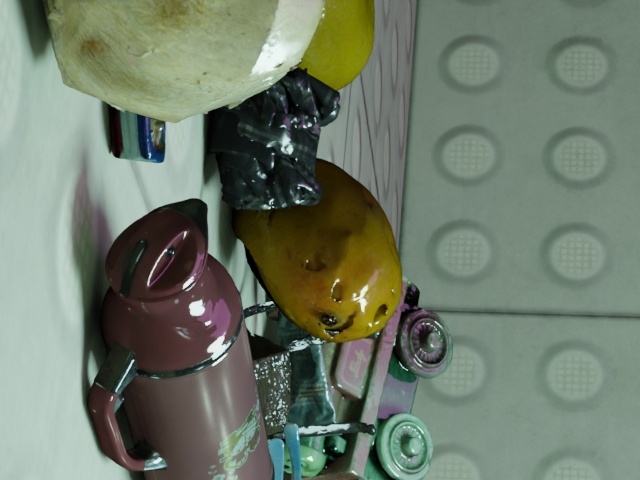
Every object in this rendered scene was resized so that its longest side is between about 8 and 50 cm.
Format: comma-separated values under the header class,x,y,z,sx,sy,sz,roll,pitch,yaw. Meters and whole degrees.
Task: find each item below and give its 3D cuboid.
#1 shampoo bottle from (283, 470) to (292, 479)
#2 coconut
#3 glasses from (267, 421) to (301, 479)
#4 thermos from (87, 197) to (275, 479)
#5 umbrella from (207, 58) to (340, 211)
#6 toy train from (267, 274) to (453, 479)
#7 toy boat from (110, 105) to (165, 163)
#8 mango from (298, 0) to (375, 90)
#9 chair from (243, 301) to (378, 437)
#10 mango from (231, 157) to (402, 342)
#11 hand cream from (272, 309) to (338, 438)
class,x,y,z,sx,sy,sz,roll,pitch,yaw
shampoo bottle,-0.003,0.172,2.390,0.350,0.084,0.125,-79,170,-49
coconut,-0.099,-0.169,1.229,0.194,0.194,0.194,2,90,-83
glasses,-0.072,0.291,1.836,0.189,0.088,0.221,-18,112,-81
thermos,-0.118,0.104,1.452,0.330,0.136,0.109,83,-16,-51
umbrella,-0.047,-0.196,1.826,0.154,0.128,0.337,25,63,-80
toy train,0.030,0.166,2.215,0.221,0.150,0.304,29,60,-30
toy boat,-0.134,-0.173,1.429,0.080,0.046,0.229,2,89,-82
mango,-0.023,-0.292,1.958,0.332,0.142,0.195,73,14,-44
chair,-0.059,0.148,1.945,0.213,0.149,0.174,-11,110,-40
mango,0.000,0.000,1.927,0.151,0.156,0.249,-54,-144,17
hand cream,-0.036,0.099,2.089,0.052,0.075,0.248,-8,89,-44
